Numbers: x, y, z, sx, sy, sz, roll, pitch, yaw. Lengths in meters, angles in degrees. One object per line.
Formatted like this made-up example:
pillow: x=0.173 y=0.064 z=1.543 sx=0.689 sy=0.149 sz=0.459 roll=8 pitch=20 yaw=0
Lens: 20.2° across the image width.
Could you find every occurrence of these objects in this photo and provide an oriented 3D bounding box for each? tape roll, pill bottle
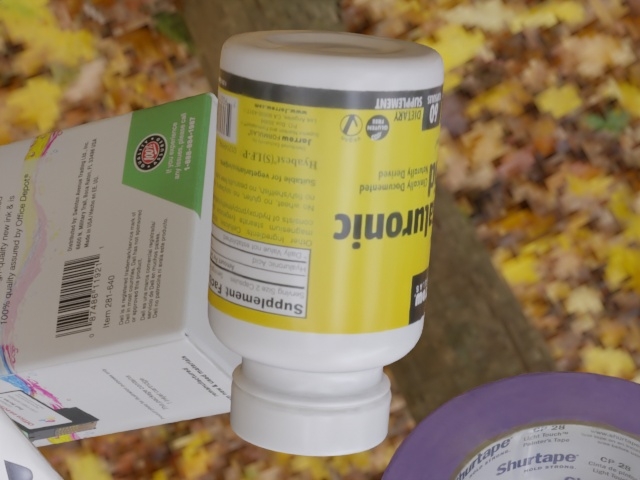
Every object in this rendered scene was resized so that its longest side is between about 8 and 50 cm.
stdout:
tape roll: x=0.117 y=0.159 z=0.839 sx=0.189 sy=0.189 sz=0.080 roll=-17 pitch=141 yaw=-13
pill bottle: x=0.000 y=0.000 z=0.521 sx=0.065 sy=0.065 sz=0.116 roll=-5 pitch=107 yaw=-31

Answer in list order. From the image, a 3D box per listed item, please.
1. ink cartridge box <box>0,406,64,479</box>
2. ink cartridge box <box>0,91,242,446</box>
ink cartridge box: x=-0.240 y=0.122 z=0.873 sx=0.172 sy=0.100 sz=0.237 roll=-47 pitch=136 yaw=-18
ink cartridge box: x=-0.182 y=0.032 z=1.291 sx=0.278 sy=0.201 sz=0.117 roll=-12 pitch=145 yaw=23
